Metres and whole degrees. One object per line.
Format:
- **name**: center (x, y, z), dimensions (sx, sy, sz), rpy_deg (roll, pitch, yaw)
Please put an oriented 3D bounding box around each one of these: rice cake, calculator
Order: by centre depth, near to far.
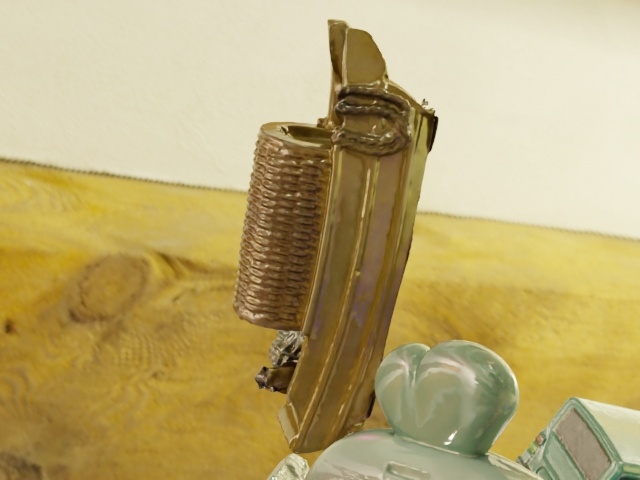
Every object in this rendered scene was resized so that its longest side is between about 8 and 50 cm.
- **calculator**: center (0.055, 0.191, 0.627), dimensions (0.041, 0.185, 0.298), rpy_deg (-12, -75, -40)
- **rice cake**: center (-0.033, 0.186, 0.972), dimensions (0.042, 0.030, 0.180), rpy_deg (-55, -6, 9)

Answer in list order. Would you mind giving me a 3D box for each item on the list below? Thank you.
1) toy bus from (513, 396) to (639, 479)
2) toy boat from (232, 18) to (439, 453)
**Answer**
- **toy bus**: center (0.355, 0.265, 1.485), dimensions (0.256, 0.128, 0.147), rpy_deg (14, -60, -34)
- **toy boat**: center (0.000, 0.000, 0.952), dimensions (0.115, 0.089, 0.310), rpy_deg (8, -71, -12)
